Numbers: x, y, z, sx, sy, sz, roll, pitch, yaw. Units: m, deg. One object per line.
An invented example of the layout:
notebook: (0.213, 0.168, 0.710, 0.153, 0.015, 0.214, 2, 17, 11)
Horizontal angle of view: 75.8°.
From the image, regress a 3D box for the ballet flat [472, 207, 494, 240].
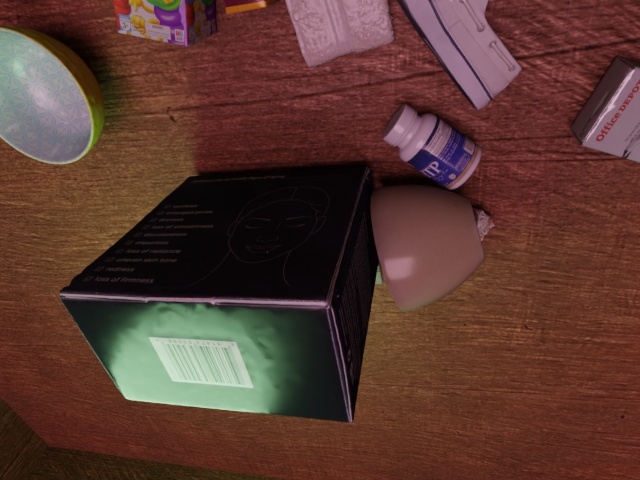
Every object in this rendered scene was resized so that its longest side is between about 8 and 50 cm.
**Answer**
ballet flat: (0.345, 0.021, 1.023, 0.077, 0.091, 0.241, 7, 136, -24)

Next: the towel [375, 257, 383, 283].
towel: (0.000, 0.000, 1.113, 0.323, 0.056, 0.313, -4, 122, 19)

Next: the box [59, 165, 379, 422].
box: (-0.141, 0.073, 0.875, 0.478, 0.472, 0.298, 0, 124, 15)

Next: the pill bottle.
pill bottle: (0.229, -0.199, 0.862, 0.186, 0.112, 0.112, 30, 127, -9)

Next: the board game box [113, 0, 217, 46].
board game box: (-0.278, -0.516, 0.725, 0.144, 0.142, 0.276, 12, 128, 4)

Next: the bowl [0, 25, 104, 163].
bowl: (-0.604, -0.337, 0.926, 0.288, 0.156, 0.290, 7, 128, 9)

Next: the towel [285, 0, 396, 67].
towel: (0.021, -0.478, 0.743, 0.186, 0.049, 0.283, -8, 124, 19)

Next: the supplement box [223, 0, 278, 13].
supplement box: (-0.137, -0.513, 0.718, 0.080, 0.104, 0.188, -1, 126, 13)

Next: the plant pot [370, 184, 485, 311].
plant pot: (0.245, -0.002, 0.897, 0.190, 0.284, 0.284, -15, 122, 22)

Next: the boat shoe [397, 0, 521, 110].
boat shoe: (0.238, -0.400, 0.692, 0.156, 0.136, 0.367, -38, 119, 22)

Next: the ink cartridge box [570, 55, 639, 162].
ink cartridge box: (0.612, -0.231, 0.764, 0.208, 0.087, 0.153, 17, 128, -1)
